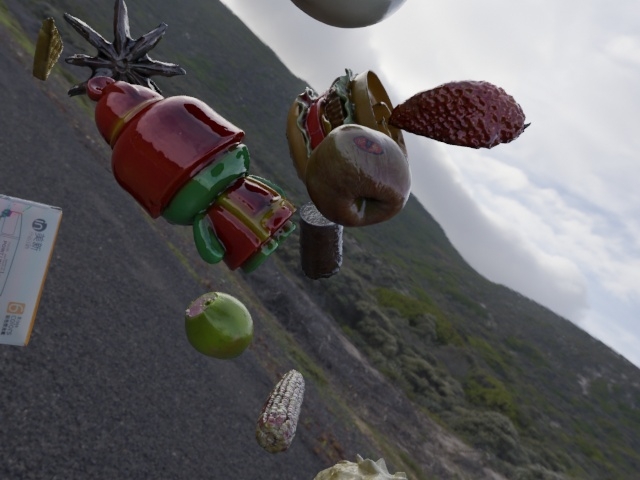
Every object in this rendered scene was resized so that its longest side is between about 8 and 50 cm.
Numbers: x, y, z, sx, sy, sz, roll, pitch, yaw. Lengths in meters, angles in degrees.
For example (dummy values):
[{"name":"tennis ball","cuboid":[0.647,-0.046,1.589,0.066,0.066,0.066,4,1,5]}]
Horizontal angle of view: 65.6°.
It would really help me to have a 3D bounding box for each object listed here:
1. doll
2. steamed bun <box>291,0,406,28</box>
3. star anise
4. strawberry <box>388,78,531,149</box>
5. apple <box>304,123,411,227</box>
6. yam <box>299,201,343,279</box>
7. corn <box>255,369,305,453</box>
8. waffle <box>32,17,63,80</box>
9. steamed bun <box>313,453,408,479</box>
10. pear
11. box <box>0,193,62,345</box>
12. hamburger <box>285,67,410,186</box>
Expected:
[{"name":"doll","cuboid":[-0.193,-0.112,0.704,0.363,0.182,0.160,40,-38,4]},{"name":"steamed bun","cuboid":[0.025,-0.479,0.816,0.283,0.283,0.177,42,-28,-14]},{"name":"star anise","cuboid":[-0.460,-0.406,1.141,0.288,0.288,0.088,42,-4,-30]},{"name":"strawberry","cuboid":[0.257,-0.237,0.891,0.236,0.106,0.175,-3,31,-15]},{"name":"apple","cuboid":[0.045,-0.076,0.601,0.126,0.126,0.101,40,31,-48]},{"name":"yam","cuboid":[0.002,0.001,0.852,0.079,0.079,0.141,44,-29,35]},{"name":"corn","cuboid":[-0.070,0.321,0.966,0.079,0.079,0.237,43,15,-3]},{"name":"waffle","cuboid":[-0.538,-0.421,1.006,0.032,0.191,0.125,26,54,-24]},{"name":"steamed bun","cuboid":[0.122,0.579,1.100,0.295,0.137,0.292,41,-38,-7]},{"name":"pear","cuboid":[-0.282,0.251,1.421,0.219,0.188,0.187,58,-5,-27]},{"name":"box","cuboid":[-0.616,0.042,0.899,0.221,0.273,0.091,18,-2,-33]},{"name":"hamburger","cuboid":[0.046,-0.201,1.024,0.274,0.212,0.274,49,32,-45]}]
